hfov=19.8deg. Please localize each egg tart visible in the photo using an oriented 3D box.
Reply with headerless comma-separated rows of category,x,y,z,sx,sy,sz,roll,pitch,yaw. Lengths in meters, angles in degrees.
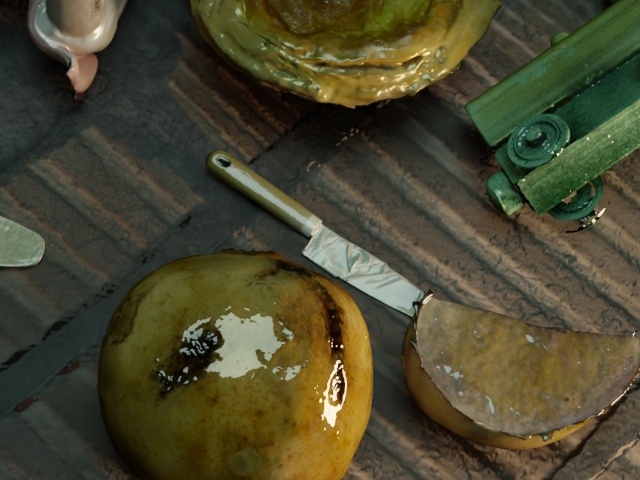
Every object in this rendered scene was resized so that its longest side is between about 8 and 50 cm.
egg tart,0.022,-0.263,1.972,0.352,0.150,0.352,3,55,-5

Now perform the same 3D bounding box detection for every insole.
insole,-0.371,-0.007,1.832,0.192,0.010,0.063,9,58,-4

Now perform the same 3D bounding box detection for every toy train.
toy train,0.293,-0.143,1.914,0.307,0.126,0.189,-35,36,6

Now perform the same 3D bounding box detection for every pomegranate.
pomegranate,-0.078,0.125,1.668,0.260,0.260,0.260,4,58,-6

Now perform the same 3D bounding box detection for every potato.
potato,0.189,0.145,1.774,0.243,0.098,0.138,11,61,-9

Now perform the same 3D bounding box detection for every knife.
knife,0.000,0.001,1.881,0.298,0.017,0.047,34,61,8

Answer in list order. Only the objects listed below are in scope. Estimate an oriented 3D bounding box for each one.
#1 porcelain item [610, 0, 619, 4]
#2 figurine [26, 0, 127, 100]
porcelain item,0.484,-0.294,2.057,0.281,0.157,0.286,-23,65,-20
figurine,-0.363,-0.318,1.898,0.361,0.253,0.211,29,87,3
